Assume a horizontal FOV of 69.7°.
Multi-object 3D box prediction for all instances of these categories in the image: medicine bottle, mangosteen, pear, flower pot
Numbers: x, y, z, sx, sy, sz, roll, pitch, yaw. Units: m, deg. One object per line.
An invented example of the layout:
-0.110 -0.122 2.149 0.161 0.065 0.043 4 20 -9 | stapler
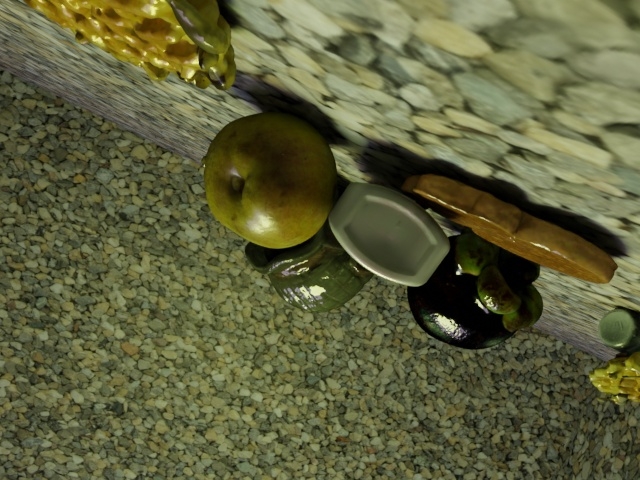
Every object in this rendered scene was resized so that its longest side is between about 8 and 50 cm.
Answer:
0.657 0.207 0.916 0.203 0.084 0.083 24 179 -16 | medicine bottle
0.275 0.086 0.831 0.242 0.243 0.243 25 178 1 | mangosteen
-0.068 -0.086 0.645 0.199 0.200 0.200 25 178 1 | pear
0.000 0.000 1.024 0.213 0.302 0.301 42 170 -32 | flower pot
0.098 -0.023 0.711 0.161 0.111 0.296 34 -170 -1 | medicine bottle

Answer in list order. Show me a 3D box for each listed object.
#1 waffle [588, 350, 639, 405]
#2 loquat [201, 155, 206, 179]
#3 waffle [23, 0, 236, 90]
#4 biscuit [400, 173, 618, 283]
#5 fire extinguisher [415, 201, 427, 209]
0.670 0.258 0.861 0.280 0.060 0.262 18 144 -15 | waffle
-0.260 -0.180 1.331 0.204 0.149 0.172 40 175 -34 | loquat
-0.210 -0.230 0.401 0.329 0.062 0.329 24 177 1 | waffle
0.243 -0.019 0.601 0.288 0.044 0.202 27 -177 -4 | biscuit
0.167 -0.064 0.703 0.038 0.025 0.083 -12 176 3 | fire extinguisher
